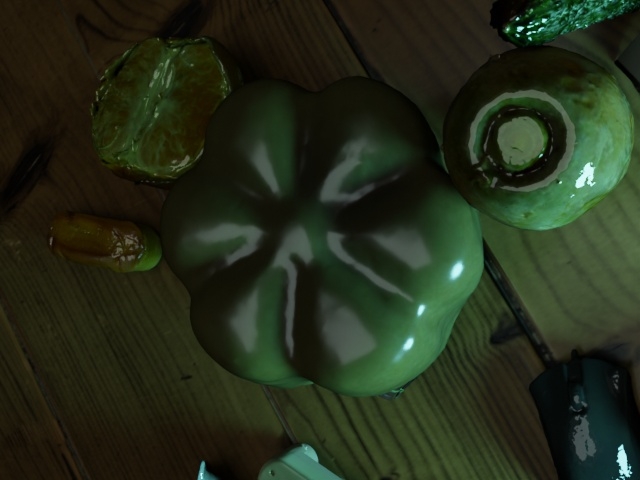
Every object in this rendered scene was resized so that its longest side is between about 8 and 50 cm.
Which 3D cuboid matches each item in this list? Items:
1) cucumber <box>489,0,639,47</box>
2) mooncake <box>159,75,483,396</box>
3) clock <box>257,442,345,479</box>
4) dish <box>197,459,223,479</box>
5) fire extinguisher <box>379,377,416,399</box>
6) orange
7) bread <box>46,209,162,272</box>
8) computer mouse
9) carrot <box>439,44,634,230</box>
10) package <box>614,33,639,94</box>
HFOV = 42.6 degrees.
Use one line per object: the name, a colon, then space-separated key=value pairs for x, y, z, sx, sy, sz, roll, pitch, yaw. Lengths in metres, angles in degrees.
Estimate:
cucumber: x=0.311 y=-0.300 z=0.995 sx=0.096 sy=0.359 sz=0.096 roll=27 pitch=129 yaw=38
mooncake: x=0.000 y=0.000 z=1.175 sx=0.467 sy=0.262 sz=0.466 roll=-2 pitch=82 yaw=15
clock: x=-0.012 y=0.539 z=1.403 sx=0.284 sy=0.114 sz=0.309 roll=29 pitch=110 yaw=22
dish: x=-0.190 y=0.513 z=1.484 sx=0.086 sy=0.228 sz=0.236 roll=8 pitch=122 yaw=-4
fire extinguisher: x=0.143 y=0.191 z=1.317 sx=0.064 sy=0.043 sz=0.158 roll=33 pitch=113 yaw=-10
orange: x=-0.241 y=-0.215 z=1.392 sx=0.335 sy=0.196 sz=0.262 roll=7 pitch=92 yaw=49
bread: x=-0.421 y=0.000 z=1.583 sx=0.246 sy=0.094 sz=0.102 roll=11 pitch=95 yaw=28
computer mouse: x=0.390 y=0.287 z=1.170 sx=0.147 sy=0.088 sz=0.264 roll=-18 pitch=83 yaw=27
carrot: x=0.283 y=-0.130 z=1.042 sx=0.224 sy=0.341 sz=0.224 roll=3 pitch=98 yaw=24
package: x=0.498 y=-0.229 z=1.017 sx=0.204 sy=0.062 sz=0.251 roll=-50 pitch=37 yaw=29
